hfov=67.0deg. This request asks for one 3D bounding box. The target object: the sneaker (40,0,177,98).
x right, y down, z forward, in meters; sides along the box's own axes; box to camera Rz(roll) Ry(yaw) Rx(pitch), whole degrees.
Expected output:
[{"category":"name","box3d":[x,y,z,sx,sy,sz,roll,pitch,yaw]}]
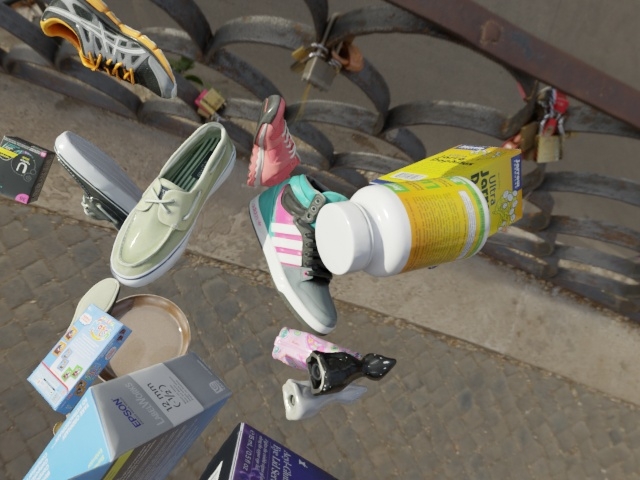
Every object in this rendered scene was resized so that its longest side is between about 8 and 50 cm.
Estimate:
[{"category":"sneaker","box3d":[-0.309,-0.278,0.717,0.214,0.084,0.083,38,68,-6]}]

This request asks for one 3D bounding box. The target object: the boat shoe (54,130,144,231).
[{"category":"boat shoe","box3d":[-0.466,-0.085,1.067,0.119,0.121,0.335,-33,131,4]}]

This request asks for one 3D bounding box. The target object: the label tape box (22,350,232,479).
[{"category":"label tape box","box3d":[-0.311,0.310,0.679,0.115,0.347,0.249,42,102,17]}]

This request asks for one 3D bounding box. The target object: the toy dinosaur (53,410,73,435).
[{"category":"toy dinosaur","box3d":[-0.633,0.498,1.227,0.092,0.183,0.053,33,111,-33]}]

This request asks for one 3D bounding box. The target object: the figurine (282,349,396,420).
[{"category":"figurine","box3d":[0.044,0.330,1.109,0.209,0.215,0.092,5,47,-32]}]

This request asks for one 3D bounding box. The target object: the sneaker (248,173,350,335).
[{"category":"sneaker","box3d":[0.000,0.000,0.849,0.178,0.123,0.296,-36,67,23]}]

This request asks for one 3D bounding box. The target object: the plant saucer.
[{"category":"plant saucer","box3d":[-0.573,0.324,1.540,0.310,0.050,0.311,6,59,-10]}]

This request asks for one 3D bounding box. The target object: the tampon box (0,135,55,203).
[{"category":"tampon box","box3d":[-0.872,-0.206,1.407,0.120,0.101,0.161,23,94,-17]}]

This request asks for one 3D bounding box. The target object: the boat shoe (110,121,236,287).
[{"category":"boat shoe","box3d":[-0.243,-0.068,0.782,0.109,0.094,0.303,25,70,9]}]

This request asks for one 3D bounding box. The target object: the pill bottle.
[{"category":"pill bottle","box3d":[0.122,-0.020,0.728,0.245,0.136,0.137,-10,90,-29]}]

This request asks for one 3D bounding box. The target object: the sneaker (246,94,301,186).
[{"category":"sneaker","box3d":[-0.111,-0.257,1.297,0.136,0.314,0.116,11,55,-9]}]

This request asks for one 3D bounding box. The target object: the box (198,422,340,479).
[{"category":"box","box3d":[-0.032,0.315,0.496,0.207,0.153,0.108,33,96,-9]}]

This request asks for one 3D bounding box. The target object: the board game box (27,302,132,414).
[{"category":"board game box","box3d":[-0.542,0.258,1.088,0.212,0.160,0.039,-56,138,-19]}]

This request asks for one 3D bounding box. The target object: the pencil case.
[{"category":"pencil case","box3d":[-0.012,0.375,1.563,0.283,0.124,0.124,17,82,23]}]

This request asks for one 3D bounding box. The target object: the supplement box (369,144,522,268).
[{"category":"supplement box","box3d":[0.328,-0.101,1.237,0.356,0.195,0.194,-25,117,-29]}]

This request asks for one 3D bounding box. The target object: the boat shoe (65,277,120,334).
[{"category":"boat shoe","box3d":[-0.625,0.213,1.330,0.083,0.079,0.233,19,68,5]}]
